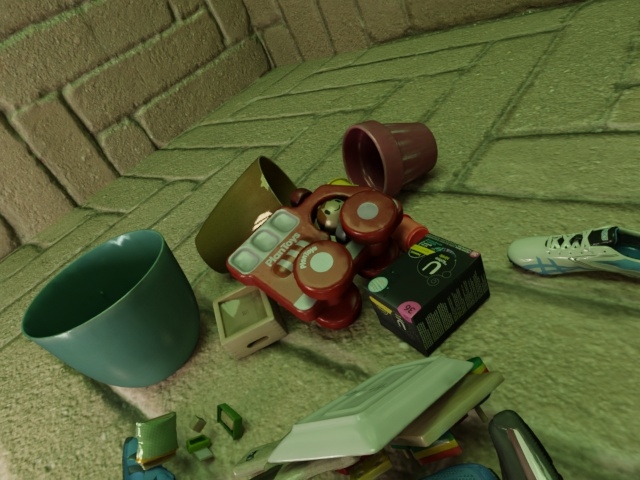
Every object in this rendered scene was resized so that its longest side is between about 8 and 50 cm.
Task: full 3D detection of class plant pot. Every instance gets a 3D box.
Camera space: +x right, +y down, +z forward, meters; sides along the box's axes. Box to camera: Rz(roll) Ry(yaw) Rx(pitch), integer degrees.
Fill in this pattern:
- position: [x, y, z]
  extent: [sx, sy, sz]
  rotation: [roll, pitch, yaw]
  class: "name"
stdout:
- position: [0.179, -0.209, 1.076]
  extent: [0.181, 0.201, 0.201]
  rotation: [-20, 30, -19]
  class: "plant pot"
- position: [-0.389, 0.158, 0.890]
  extent: [0.294, 0.235, 0.292]
  rotation: [-17, 34, 12]
  class: "plant pot"
- position: [-0.170, -0.035, 1.049]
  extent: [0.255, 0.237, 0.237]
  rotation: [-35, 31, 12]
  class: "plant pot"

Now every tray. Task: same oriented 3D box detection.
- position: [0.072, 0.188, 0.519]
  extent: [0.145, 0.030, 0.271]
  rotation: [-27, -13, 35]
  class: "tray"

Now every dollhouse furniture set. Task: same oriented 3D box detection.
- position: [-0.203, 0.307, 0.675]
  extent: [0.152, 0.075, 0.059]
  rotation: [-5, 13, -39]
  class: "dollhouse furniture set"

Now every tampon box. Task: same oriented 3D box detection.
- position: [0.180, 0.085, 0.729]
  extent: [0.161, 0.101, 0.120]
  rotation: [-38, 34, -17]
  class: "tampon box"

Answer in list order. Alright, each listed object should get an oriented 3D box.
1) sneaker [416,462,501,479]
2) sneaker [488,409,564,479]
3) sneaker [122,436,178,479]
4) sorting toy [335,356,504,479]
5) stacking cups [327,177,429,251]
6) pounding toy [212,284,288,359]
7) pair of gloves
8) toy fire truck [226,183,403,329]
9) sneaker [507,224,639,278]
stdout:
- position: [0.047, 0.328, 0.442]
  extent: [0.330, 0.147, 0.129]
  rotation: [-28, 33, -6]
  class: "sneaker"
- position: [0.167, 0.308, 0.375]
  extent: [0.163, 0.106, 0.281]
  rotation: [-26, 55, 16]
  class: "sneaker"
- position: [-0.263, 0.378, 0.671]
  extent: [0.082, 0.069, 0.209]
  rotation: [-4, 14, -27]
  class: "sneaker"
- position: [0.140, 0.223, 0.523]
  extent: [0.275, 0.046, 0.132]
  rotation: [-25, -12, -27]
  class: "sorting toy"
- position: [0.115, -0.059, 0.981]
  extent: [0.096, 0.095, 0.316]
  rotation: [-34, 34, -12]
  class: "stacking cups"
- position: [-0.151, 0.161, 0.872]
  extent: [0.141, 0.100, 0.130]
  rotation: [-27, 47, 1]
  class: "pounding toy"
- position: [-0.031, 0.279, 0.545]
  extent: [0.204, 0.042, 0.240]
  rotation: [-27, -11, 1]
  class: "pair of gloves"
- position: [0.000, 0.000, 0.821]
  extent: [0.254, 0.169, 0.302]
  rotation: [31, 69, 27]
  class: "toy fire truck"
- position: [0.422, 0.010, 0.688]
  extent: [0.238, 0.086, 0.085]
  rotation: [1, 43, 37]
  class: "sneaker"
